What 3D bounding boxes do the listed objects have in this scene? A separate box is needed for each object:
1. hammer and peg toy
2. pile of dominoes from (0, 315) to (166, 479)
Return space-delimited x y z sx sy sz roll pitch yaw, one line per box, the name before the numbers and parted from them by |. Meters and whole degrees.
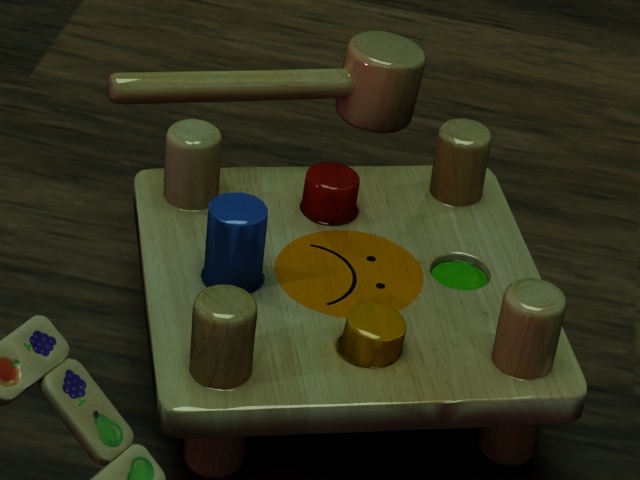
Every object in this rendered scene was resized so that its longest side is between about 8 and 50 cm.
hammer and peg toy | 0.000 0.000 1.059 0.266 0.127 0.361 -2 36 -11
pile of dominoes | -0.146 0.161 0.776 0.196 0.040 0.251 52 41 -2
